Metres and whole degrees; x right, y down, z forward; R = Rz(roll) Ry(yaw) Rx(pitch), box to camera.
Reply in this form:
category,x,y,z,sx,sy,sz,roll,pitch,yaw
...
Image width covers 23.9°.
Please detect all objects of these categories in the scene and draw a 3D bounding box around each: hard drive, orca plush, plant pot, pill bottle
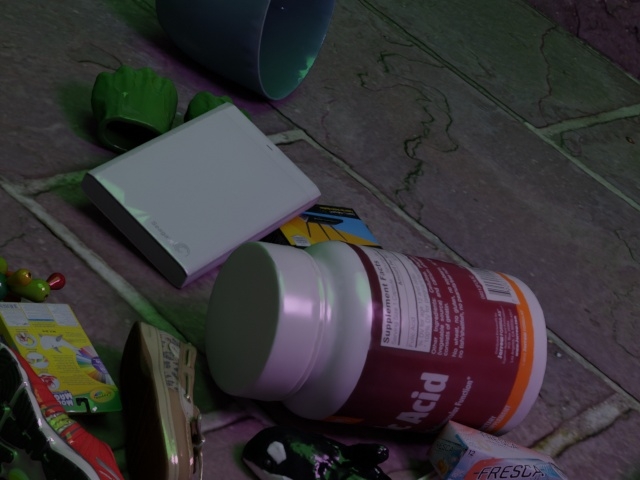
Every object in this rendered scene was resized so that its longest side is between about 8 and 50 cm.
category,x,y,z,sx,sy,sz,roll,pitch,yaw
hard drive,-0.162,-0.071,2.130,0.203,0.040,0.307,45,42,11
orca plush,0.051,0.287,1.738,0.287,0.102,0.151,39,30,20
plant pot,-0.138,-0.413,2.582,0.235,0.293,0.293,20,25,18
pill bottle,0.070,0.123,1.905,0.392,0.224,0.224,10,32,-30

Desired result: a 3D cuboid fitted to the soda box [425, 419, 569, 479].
category,x,y,z,sx,sy,sz,roll,pitch,yaw
soda box,0.224,0.287,1.906,0.183,0.058,0.063,22,19,-32

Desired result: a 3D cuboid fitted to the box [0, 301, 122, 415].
category,x,y,z,sx,sy,sz,roll,pitch,yaw
box,-0.305,0.142,1.730,0.105,0.043,0.179,4,33,-38

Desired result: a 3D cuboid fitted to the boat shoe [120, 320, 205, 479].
category,x,y,z,sx,sy,sz,roll,pitch,yaw
boat shoe,-0.166,0.189,1.707,0.089,0.104,0.285,14,30,-20

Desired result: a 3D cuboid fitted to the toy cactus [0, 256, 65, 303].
category,x,y,z,sx,sy,sz,roll,pitch,yaw
toy cactus,-0.422,0.026,1.777,0.219,0.112,0.180,37,37,-1

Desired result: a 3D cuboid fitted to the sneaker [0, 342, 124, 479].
category,x,y,z,sx,sy,sz,roll,pitch,yaw
sneaker,-0.282,0.221,1.587,0.279,0.107,0.118,49,15,29

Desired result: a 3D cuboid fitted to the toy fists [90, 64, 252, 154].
category,x,y,z,sx,sy,sz,roll,pitch,yaw
toy fists,-0.216,-0.174,2.291,0.279,0.096,0.142,17,44,-19

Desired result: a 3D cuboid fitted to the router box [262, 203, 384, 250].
category,x,y,z,sx,sy,sz,roll,pitch,yaw
router box,0.000,0.000,2.241,0.179,0.046,0.133,4,36,-38

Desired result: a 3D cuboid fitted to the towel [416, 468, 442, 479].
category,x,y,z,sx,sy,sz,roll,pitch,yaw
towel,0.190,0.351,1.837,0.197,0.029,0.144,39,29,21
